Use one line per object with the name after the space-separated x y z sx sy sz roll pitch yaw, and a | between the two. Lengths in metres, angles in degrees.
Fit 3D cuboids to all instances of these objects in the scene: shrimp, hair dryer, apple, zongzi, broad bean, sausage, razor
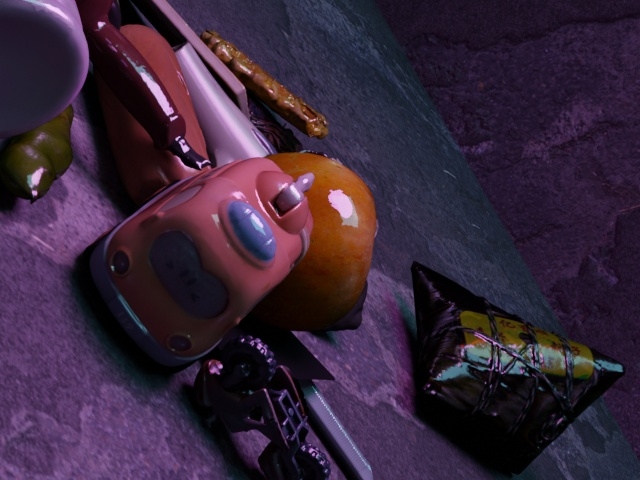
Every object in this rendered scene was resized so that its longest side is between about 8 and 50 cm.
-0.117 -0.183 2.226 0.296 0.058 0.169 34 34 -42 | shrimp
-0.219 -0.238 1.583 0.340 0.312 0.123 51 45 -2 | hair dryer
-0.167 -0.142 1.885 0.296 0.119 0.298 67 24 2 | hair dryer
-0.037 -0.003 1.756 0.208 0.237 0.237 11 27 -5 | apple
0.285 0.195 2.344 0.383 0.319 0.362 24 33 -28 | zongzi
-0.327 -0.119 1.523 0.098 0.056 0.318 29 21 -27 | broad bean
-0.222 -0.155 1.750 0.121 0.121 0.304 37 24 -47 | sausage
0.032 0.269 1.791 0.278 0.056 0.111 48 -20 -4 | razor

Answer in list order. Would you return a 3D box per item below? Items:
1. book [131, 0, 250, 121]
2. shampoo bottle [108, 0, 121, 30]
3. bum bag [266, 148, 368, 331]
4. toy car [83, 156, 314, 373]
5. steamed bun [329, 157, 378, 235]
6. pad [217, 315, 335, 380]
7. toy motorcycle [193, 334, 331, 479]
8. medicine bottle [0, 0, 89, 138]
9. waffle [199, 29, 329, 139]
-0.212 -0.307 2.039 0.295 0.020 0.208 48 -6 7 | book
-0.335 -0.355 1.836 0.101 0.101 0.284 45 13 -32 | shampoo bottle
0.000 0.000 1.952 0.142 0.080 0.326 -46 127 -36 | bum bag
-0.119 0.008 1.519 0.180 0.212 0.270 54 35 -7 | toy car
0.017 -0.050 2.247 0.183 0.106 0.183 53 16 -22 | steamed bun
-0.085 0.124 1.714 0.163 0.004 0.243 45 14 24 | pad
-0.072 0.206 1.539 0.212 0.118 0.084 64 30 -17 | toy motorcycle
-0.376 -0.283 1.428 0.202 0.202 0.316 35 27 -49 | medicine bottle
-0.100 -0.270 2.320 0.291 0.051 0.291 37 3 -2 | waffle
